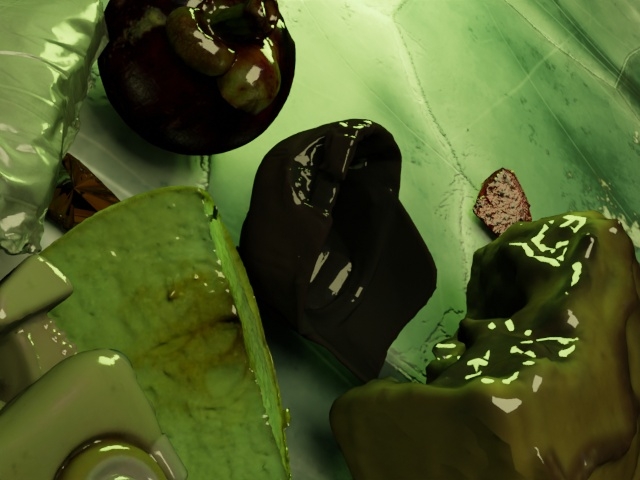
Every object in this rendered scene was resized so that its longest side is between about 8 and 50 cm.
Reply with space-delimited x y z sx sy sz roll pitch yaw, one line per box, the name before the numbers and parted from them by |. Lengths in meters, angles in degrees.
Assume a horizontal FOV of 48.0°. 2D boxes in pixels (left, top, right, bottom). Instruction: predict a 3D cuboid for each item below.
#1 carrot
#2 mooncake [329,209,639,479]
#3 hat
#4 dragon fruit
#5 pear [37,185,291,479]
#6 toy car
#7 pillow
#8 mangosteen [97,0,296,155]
carrot | -0.225 -0.014 0.746 0.229 0.069 0.069 44 48 -7
mooncake | 0.225 0.142 0.814 0.393 0.246 0.394 26 63 -41
hat | -0.013 0.011 0.838 0.238 0.209 0.336 -54 140 -30
dragon fruit | 0.299 -0.041 1.152 0.131 0.063 0.097 45 80 -5
pear | -0.169 0.110 0.663 0.239 0.139 0.288 -17 96 -3
toy car | -0.273 0.175 0.435 0.226 0.242 0.336 60 33 1
pillow | -0.356 -0.115 0.636 0.283 0.138 0.310 4 56 -4
mangosteen | -0.124 -0.209 0.792 0.228 0.265 0.228 3 84 -30
